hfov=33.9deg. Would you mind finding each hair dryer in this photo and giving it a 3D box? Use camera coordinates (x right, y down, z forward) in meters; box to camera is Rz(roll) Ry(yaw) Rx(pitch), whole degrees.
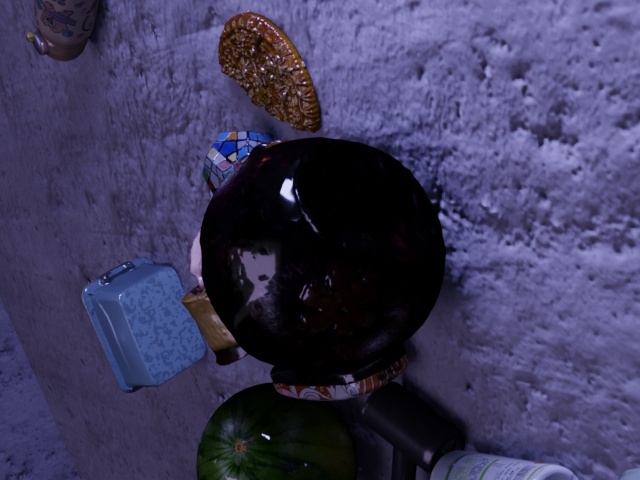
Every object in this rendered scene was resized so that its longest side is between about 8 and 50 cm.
[{"bbox_3d":[0.121,0.317,1.368,0.128,0.070,0.255,31,133,43],"label":"hair dryer"}]

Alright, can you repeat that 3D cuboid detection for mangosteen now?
[{"bbox_3d":[0.001,-0.001,1.149,0.287,0.287,0.233,54,141,17],"label":"mangosteen"}]

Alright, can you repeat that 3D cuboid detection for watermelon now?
[{"bbox_3d":[-0.063,0.327,1.524,0.242,0.242,0.242,40,144,37],"label":"watermelon"}]

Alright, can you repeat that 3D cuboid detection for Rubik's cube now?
[{"bbox_3d":[-0.102,-0.095,1.387,0.111,0.093,0.111,39,145,35],"label":"Rubik's cube"}]

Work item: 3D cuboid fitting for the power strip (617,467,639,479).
[{"bbox_3d":[0.333,0.325,1.008,0.261,0.141,0.229,-4,112,45],"label":"power strip"}]

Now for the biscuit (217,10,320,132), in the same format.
[{"bbox_3d":[-0.071,-0.218,1.301,0.206,0.025,0.126,38,143,38],"label":"biscuit"}]

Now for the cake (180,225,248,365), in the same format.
[{"bbox_3d":[-0.105,0.043,1.384,0.178,0.208,0.185,53,-176,-6],"label":"cake"}]

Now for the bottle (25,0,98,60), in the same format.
[{"bbox_3d":[-0.408,-0.364,1.657,0.097,0.110,0.209,56,151,14],"label":"bottle"}]

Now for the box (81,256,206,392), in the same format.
[{"bbox_3d":[-0.317,0.153,1.905,0.130,0.162,0.227,-3,112,49],"label":"box"}]

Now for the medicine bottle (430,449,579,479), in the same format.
[{"bbox_3d":[0.210,0.289,1.196,0.183,0.086,0.086,-9,106,61],"label":"medicine bottle"}]

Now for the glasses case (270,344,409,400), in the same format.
[{"bbox_3d":[0.020,0.169,1.396,0.267,0.103,0.067,-12,105,62],"label":"glasses case"}]
